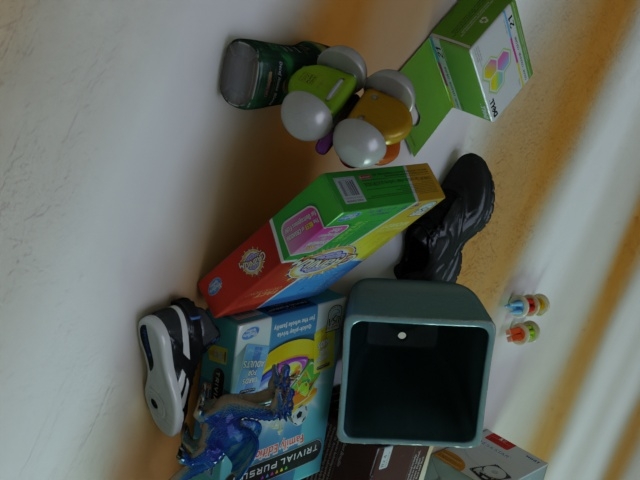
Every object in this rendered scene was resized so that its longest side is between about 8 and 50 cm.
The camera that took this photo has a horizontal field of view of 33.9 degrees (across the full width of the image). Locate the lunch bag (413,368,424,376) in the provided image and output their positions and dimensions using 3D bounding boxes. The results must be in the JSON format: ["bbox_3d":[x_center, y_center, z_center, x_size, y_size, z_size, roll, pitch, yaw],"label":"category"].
[{"bbox_3d":[0.137,0.299,2.018,0.096,0.128,0.151,26,90,-53],"label":"lunch bag"}]

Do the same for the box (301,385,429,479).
[{"bbox_3d":[0.063,0.388,1.921,0.167,0.203,0.169,-4,116,-49],"label":"box"}]

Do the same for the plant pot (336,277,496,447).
[{"bbox_3d":[0.157,0.186,1.846,0.252,0.247,0.248,-88,-179,-65],"label":"plant pot"}]

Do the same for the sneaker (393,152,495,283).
[{"bbox_3d":[0.229,-0.030,1.952,0.130,0.109,0.286,15,98,-47],"label":"sneaker"}]

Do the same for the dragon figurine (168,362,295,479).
[{"bbox_3d":[-0.138,0.308,1.593,0.085,0.144,0.289,-96,-150,-73],"label":"dragon figurine"}]

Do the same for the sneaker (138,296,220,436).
[{"bbox_3d":[-0.200,0.188,1.584,0.121,0.079,0.217,-28,131,-37],"label":"sneaker"}]

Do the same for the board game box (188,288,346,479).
[{"bbox_3d":[-0.087,0.258,1.745,0.253,0.079,0.336,-11,116,-46],"label":"board game box"}]

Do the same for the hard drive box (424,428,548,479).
[{"bbox_3d":[0.381,0.539,2.417,0.232,0.181,0.089,-10,118,-48],"label":"hard drive box"}]

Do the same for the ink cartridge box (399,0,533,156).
[{"bbox_3d":[0.245,-0.277,1.820,0.255,0.097,0.189,-50,142,-18],"label":"ink cartridge box"}]

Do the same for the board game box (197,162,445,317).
[{"bbox_3d":[0.000,0.000,1.572,0.242,0.064,0.316,-10,157,-47],"label":"board game box"}]

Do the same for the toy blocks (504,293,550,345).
[{"bbox_3d":[0.454,0.182,2.388,0.148,0.054,0.123,0,111,-50],"label":"toy blocks"}]

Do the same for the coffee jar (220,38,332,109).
[{"bbox_3d":[-0.052,-0.238,1.501,0.184,0.079,0.096,-11,120,-47],"label":"coffee jar"}]

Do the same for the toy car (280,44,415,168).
[{"bbox_3d":[0.035,-0.167,1.453,0.159,0.182,0.136,-57,170,-34],"label":"toy car"}]
